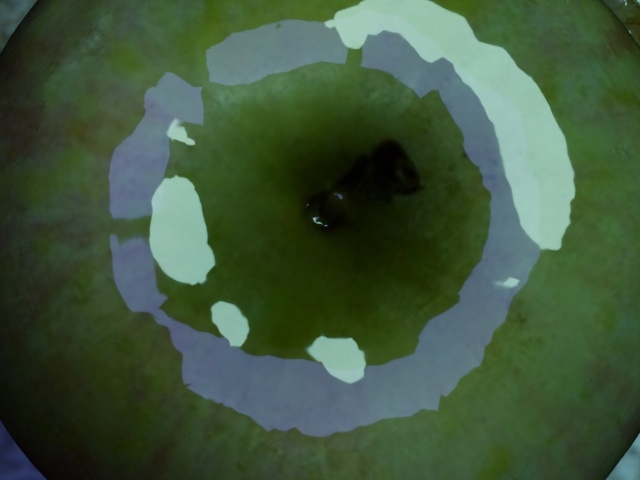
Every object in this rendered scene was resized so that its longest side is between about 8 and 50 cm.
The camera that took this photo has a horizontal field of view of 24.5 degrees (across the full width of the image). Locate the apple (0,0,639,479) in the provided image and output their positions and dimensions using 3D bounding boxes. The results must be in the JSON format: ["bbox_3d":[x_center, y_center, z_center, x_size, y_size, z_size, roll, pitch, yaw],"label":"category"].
[{"bbox_3d":[0.000,0.000,0.530,0.257,0.234,0.256,1,84,-5],"label":"apple"}]

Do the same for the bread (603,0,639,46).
[{"bbox_3d":[0.145,-0.069,0.638,0.082,0.060,0.113,5,79,-4],"label":"bread"}]
